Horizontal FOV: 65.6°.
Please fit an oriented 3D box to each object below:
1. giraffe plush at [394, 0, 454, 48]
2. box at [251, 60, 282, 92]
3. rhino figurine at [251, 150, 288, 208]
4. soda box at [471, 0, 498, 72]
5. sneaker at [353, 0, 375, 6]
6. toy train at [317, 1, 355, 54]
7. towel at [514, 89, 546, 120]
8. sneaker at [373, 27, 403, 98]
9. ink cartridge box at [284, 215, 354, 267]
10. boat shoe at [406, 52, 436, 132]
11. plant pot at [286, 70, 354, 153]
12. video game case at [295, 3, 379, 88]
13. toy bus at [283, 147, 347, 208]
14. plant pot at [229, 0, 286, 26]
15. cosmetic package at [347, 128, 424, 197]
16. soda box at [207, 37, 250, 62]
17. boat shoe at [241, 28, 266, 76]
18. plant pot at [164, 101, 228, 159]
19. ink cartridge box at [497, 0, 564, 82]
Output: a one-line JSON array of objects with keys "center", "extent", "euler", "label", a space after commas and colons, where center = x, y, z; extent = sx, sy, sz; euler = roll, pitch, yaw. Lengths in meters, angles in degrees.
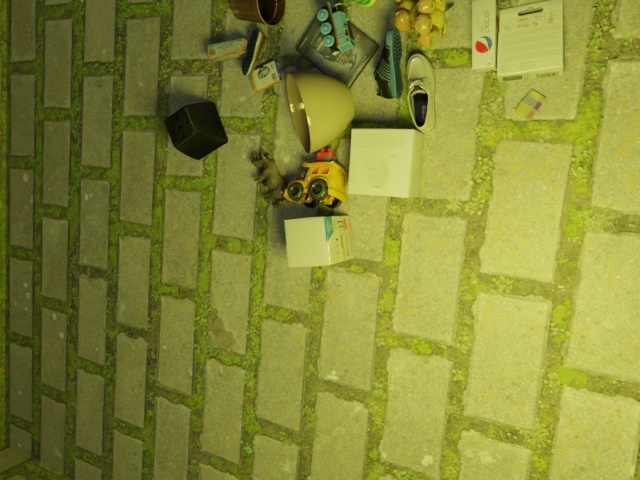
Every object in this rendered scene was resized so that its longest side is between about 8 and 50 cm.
[{"center": [0.313, -0.735, 1.614], "extent": [0.170, 0.210, 0.182], "euler": [20, 127, 29], "label": "giraffe plush"}, {"center": [-0.210, -0.652, 1.965], "extent": [0.136, 0.028, 0.081], "euler": [-16, 87, 24], "label": "box"}, {"center": [-0.205, -0.255, 1.969], "extent": [0.106, 0.073, 0.243], "euler": [-34, 78, 29], "label": "rhino figurine"}, {"center": [0.522, -0.649, 1.575], "extent": [0.073, 0.069, 0.216], "euler": [1, 94, 27], "label": "soda box"}, {"center": [0.066, -0.917, 1.750], "extent": [0.295, 0.123, 0.110], "euler": [26, 106, 23], "label": "sneaker"}, {"center": [0.056, -0.758, 1.770], "extent": [0.105, 0.080, 0.184], "euler": [-14, 86, 18], "label": "toy train"}, {"center": [0.658, -0.425, 1.557], "extent": [0.060, 0.009, 0.083], "euler": [41, 110, 19], "label": "towel"}, {"center": [0.224, -0.596, 1.686], "extent": [0.090, 0.081, 0.233], "euler": [14, 127, 31], "label": "sneaker"}, {"center": [0.000, 0.000, 1.797], "extent": [0.168, 0.232, 0.172], "euler": [-5, 92, 25], "label": "ink cartridge box"}, {"center": [0.332, -0.500, 1.670], "extent": [0.096, 0.088, 0.268], "euler": [-1, 94, 27], "label": "boat shoe"}, {"center": [0.011, -0.470, 1.760], "extent": [0.190, 0.284, 0.284], "euler": [-16, 86, -8], "label": "plant pot"}, {"center": [0.058, -0.708, 1.828], "extent": [0.274, 0.026, 0.196], "euler": [45, 112, 17], "label": "video game case"}, {"center": [-0.012, -0.235, 1.845], "extent": [0.220, 0.149, 0.212], "euler": [1, 81, 29], "label": "toy bus"}, {"center": [-0.247, -0.910, 1.896], "extent": [0.165, 0.167, 0.167], "euler": [17, 102, 32], "label": "plant pot"}, {"center": [0.225, -0.267, 1.715], "extent": [0.223, 0.138, 0.225], "euler": [7, 99, 26], "label": "cosmetic package"}, {"center": [-0.368, -0.771, 2.014], "extent": [0.183, 0.063, 0.058], "euler": [1, 94, 26], "label": "soda box"}, {"center": [-0.253, -0.728, 1.953], "extent": [0.066, 0.066, 0.183], "euler": [26, 100, 40], "label": "boat shoe"}, {"center": [-0.530, -0.460, 2.063], "extent": [0.187, 0.167, 0.188], "euler": [-24, 84, 27], "label": "plant pot"}, {"center": [0.651, -0.614, 1.535], "extent": [0.188, 0.066, 0.233], "euler": [0, 73, 27], "label": "ink cartridge box"}]
